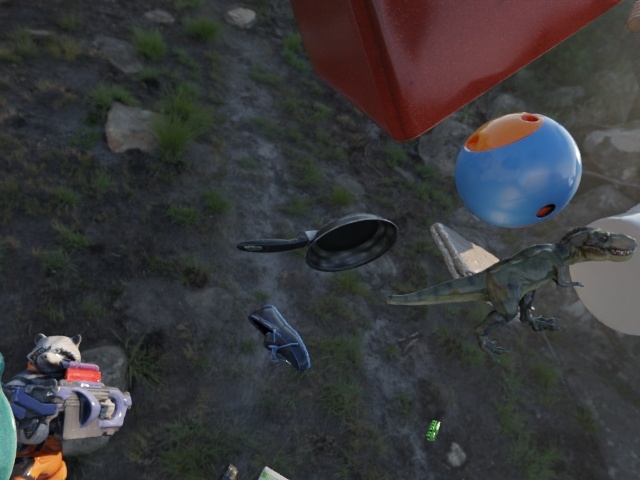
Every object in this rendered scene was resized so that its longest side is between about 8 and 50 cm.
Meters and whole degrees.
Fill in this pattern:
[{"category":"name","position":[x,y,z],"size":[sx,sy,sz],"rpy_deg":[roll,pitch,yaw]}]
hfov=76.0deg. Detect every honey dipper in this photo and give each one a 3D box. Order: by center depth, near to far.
[{"category":"honey dipper","position":[0.501,-0.385,0.623],"size":[0.031,0.030,0.160],"rpy_deg":[27,74,0]}]

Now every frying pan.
[{"category":"frying pan","position":[-0.001,0.015,0.820],"size":[0.327,0.197,0.053],"rpy_deg":[-9,60,-13]}]

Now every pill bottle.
[{"category":"pill bottle","position":[0.649,0.024,0.679],"size":[0.393,0.224,0.224],"rpy_deg":[-9,48,-12]}]

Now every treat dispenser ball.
[{"category":"treat dispenser ball","position":[0.490,-0.174,1.034],"size":[0.289,0.288,0.288],"rpy_deg":[16,40,-14]}]

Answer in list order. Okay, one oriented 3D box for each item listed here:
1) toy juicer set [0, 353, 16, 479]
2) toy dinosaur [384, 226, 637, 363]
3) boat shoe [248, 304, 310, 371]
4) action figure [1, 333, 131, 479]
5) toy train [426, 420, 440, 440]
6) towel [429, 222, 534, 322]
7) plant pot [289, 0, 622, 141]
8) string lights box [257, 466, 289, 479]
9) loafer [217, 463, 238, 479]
[{"category":"toy juicer set","position":[-0.395,0.208,0.414],"size":[0.089,0.210,0.328],"rpy_deg":[20,58,-72]},{"category":"toy dinosaur","position":[0.221,0.069,0.484],"size":[0.064,0.269,0.118],"rpy_deg":[-79,148,-74]},{"category":"boat shoe","position":[-0.123,0.288,1.161],"size":[0.089,0.108,0.258],"rpy_deg":[-16,30,-29]},{"category":"action figure","position":[-0.460,0.294,0.609],"size":[0.179,0.341,0.329],"rpy_deg":[1,60,10]},{"category":"toy train","position":[0.305,0.511,1.101],"size":[0.083,0.024,0.017],"rpy_deg":[-19,96,-61]},{"category":"towel","position":[0.344,0.057,0.896],"size":[0.187,0.049,0.282],"rpy_deg":[31,22,-11]},{"category":"plant pot","position":[0.089,-0.302,0.385],"size":[0.235,0.267,0.267],"rpy_deg":[53,5,-41]},{"category":"string lights box","position":[-0.127,0.639,0.852],"size":[0.134,0.076,0.259],"rpy_deg":[27,41,6]},{"category":"loafer","position":[-0.166,0.468,0.752],"size":[0.061,0.170,0.062],"rpy_deg":[25,39,12]}]
